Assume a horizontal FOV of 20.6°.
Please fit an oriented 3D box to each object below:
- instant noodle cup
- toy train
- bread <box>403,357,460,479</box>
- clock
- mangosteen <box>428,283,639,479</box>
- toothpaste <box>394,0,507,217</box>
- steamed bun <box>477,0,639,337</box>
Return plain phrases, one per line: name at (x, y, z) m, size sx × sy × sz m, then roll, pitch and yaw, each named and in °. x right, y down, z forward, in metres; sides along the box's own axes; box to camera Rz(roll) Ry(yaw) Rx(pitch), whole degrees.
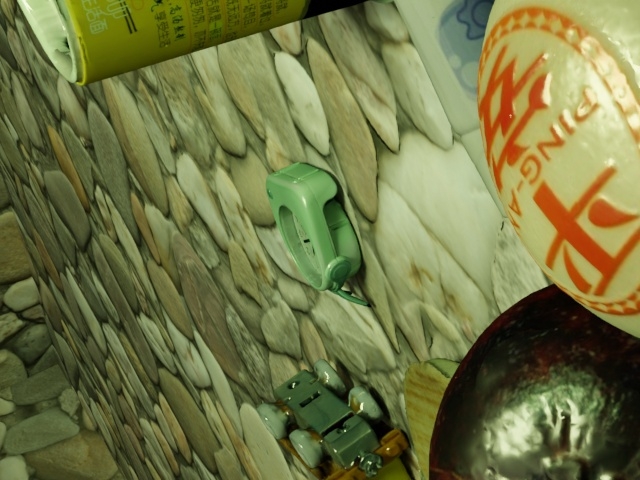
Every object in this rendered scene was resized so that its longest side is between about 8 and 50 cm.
instant noodle cup at (-0.083, -0.210, 1.147) m, size 0.215 × 0.236 × 0.215 m, roll 58°, pitch 165°, yaw 25°
toy train at (0.018, 0.197, 1.701) m, size 0.127 × 0.089 × 0.219 m, roll 61°, pitch 166°, yaw -27°
bread at (0.142, 0.208, 1.396) m, size 0.267 × 0.040 × 0.267 m, roll 57°, pitch 163°, yaw 28°
clock at (0.000, 0.000, 1.544) m, size 0.101 × 0.041 × 0.135 m, roll 27°, pitch 140°, yaw 65°
mangosteen at (0.165, 0.117, 0.931) m, size 0.216 × 0.216 × 0.216 m, roll 56°, pitch 162°, yaw 29°
toothpaste at (0.052, -0.193, 0.986) m, size 0.080 × 0.125 × 0.371 m, roll -25°, pitch 92°, yaw 40°
steamed bun at (0.153, -0.048, 0.788) m, size 0.232 × 0.145 × 0.232 m, roll 56°, pitch 162°, yaw 28°
